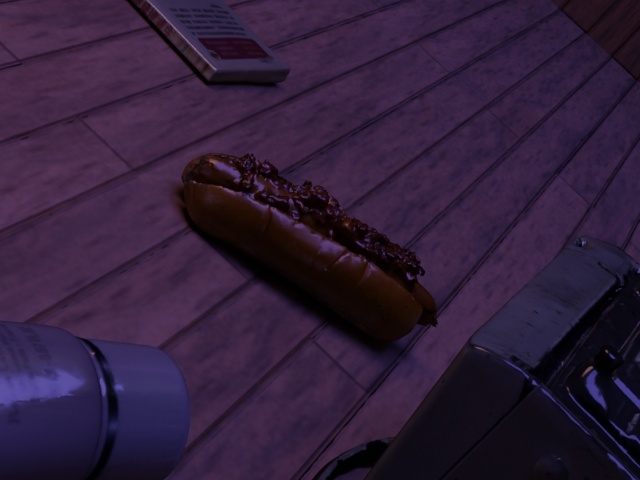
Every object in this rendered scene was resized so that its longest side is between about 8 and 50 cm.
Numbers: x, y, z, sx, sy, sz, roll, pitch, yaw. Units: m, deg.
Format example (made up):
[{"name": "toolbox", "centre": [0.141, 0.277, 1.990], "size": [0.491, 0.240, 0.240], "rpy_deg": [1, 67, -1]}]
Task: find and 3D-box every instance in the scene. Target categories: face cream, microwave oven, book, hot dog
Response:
[{"name": "face cream", "centre": [-0.205, 0.079, 0.889], "size": [0.314, 0.089, 0.143], "rpy_deg": [10, 37, -43]}, {"name": "microwave oven", "centre": [0.194, 0.187, 1.172], "size": [0.333, 0.247, 0.394], "rpy_deg": [44, 19, 7]}, {"name": "book", "centre": [-0.142, -0.238, 1.753], "size": [0.232, 0.022, 0.162], "rpy_deg": [47, 22, 13]}, {"name": "hot dog", "centre": [0.000, 0.000, 1.446], "size": [0.249, 0.076, 0.102], "rpy_deg": [33, 18, -22]}]
